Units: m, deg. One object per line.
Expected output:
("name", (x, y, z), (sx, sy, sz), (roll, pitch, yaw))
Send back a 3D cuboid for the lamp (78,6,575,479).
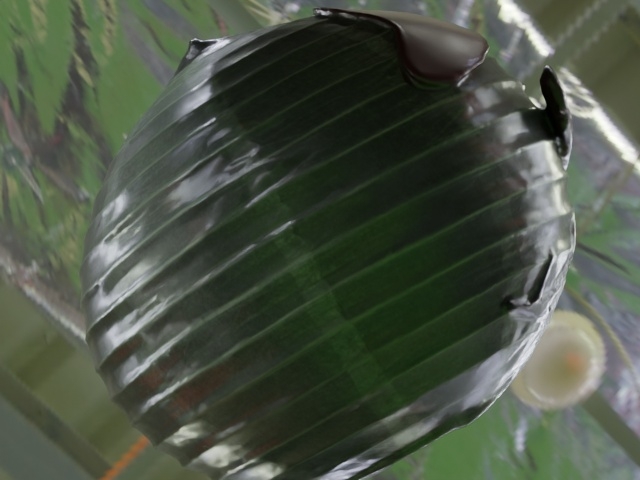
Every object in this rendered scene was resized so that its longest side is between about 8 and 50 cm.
("lamp", (0.000, 0.000, 0.821), (0.233, 0.265, 0.233), (18, -123, -31))
